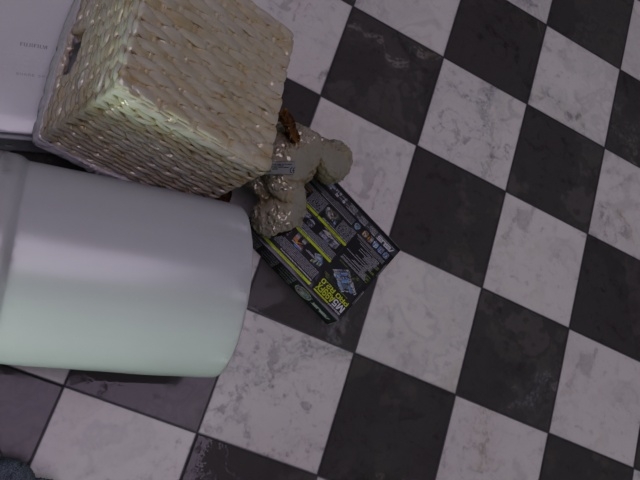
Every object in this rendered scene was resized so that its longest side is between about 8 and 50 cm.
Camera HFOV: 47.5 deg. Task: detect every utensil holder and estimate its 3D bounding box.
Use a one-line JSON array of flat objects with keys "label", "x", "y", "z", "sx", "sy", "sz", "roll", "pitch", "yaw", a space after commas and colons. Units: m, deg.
[{"label": "utensil holder", "x": -0.338, "y": 0.056, "z": 1.174, "sx": 0.386, "sy": 0.328, "sz": 0.327, "roll": 10, "pitch": 74, "yaw": -22}]

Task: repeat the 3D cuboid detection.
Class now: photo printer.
[{"label": "photo printer", "x": -0.515, "y": -0.313, "z": 1.306, "sx": 0.256, "sy": 0.107, "sz": 0.307, "roll": 3, "pitch": 76, "yaw": -22}]

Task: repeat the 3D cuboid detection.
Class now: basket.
[{"label": "basket", "x": -0.254, "y": -0.267, "z": 1.250, "sx": 0.331, "sy": 0.267, "sz": 0.328, "roll": 28, "pitch": 60, "yaw": -40}]

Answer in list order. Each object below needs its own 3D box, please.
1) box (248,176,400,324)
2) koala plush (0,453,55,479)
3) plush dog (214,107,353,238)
[{"label": "box", "x": 0.000, "y": 0.000, "z": 1.474, "sx": 0.270, "sy": 0.060, "sz": 0.216, "roll": 46, "pitch": 66, "yaw": -6}, {"label": "koala plush", "x": -0.513, "y": 0.421, "z": 1.096, "sx": 0.196, "sy": 0.203, "sz": 0.221, "roll": 33, "pitch": 47, "yaw": 1}, {"label": "plush dog", "x": -0.103, "y": -0.158, "z": 1.379, "sx": 0.262, "sy": 0.225, "sz": 0.210, "roll": -50, "pitch": 132, "yaw": -28}]
